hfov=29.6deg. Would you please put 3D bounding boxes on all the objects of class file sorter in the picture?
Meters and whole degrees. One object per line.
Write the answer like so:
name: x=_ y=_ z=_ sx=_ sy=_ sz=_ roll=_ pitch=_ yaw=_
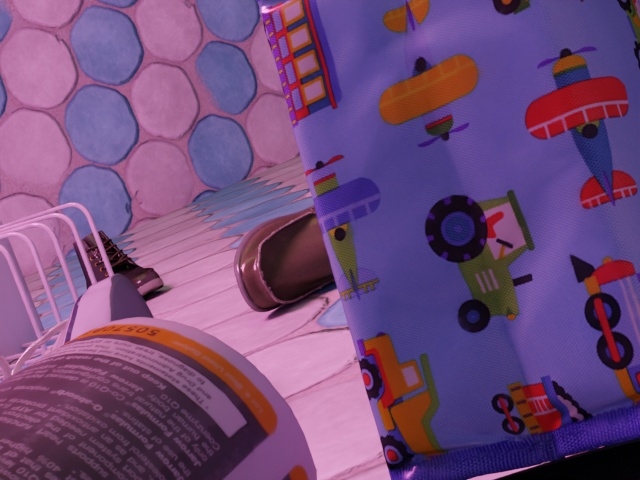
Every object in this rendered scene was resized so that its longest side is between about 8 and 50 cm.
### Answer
file sorter: x=-0.419 y=0.072 z=1.682 sx=0.173 sy=0.193 sz=0.277 roll=-16 pitch=9 yaw=16

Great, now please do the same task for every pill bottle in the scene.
pill bottle: x=-0.125 y=0.147 z=0.470 sx=0.162 sy=0.162 sz=0.278 roll=-17 pitch=8 yaw=30

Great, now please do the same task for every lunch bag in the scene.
lunch bag: x=0.133 y=-0.029 z=0.558 sx=0.138 sy=0.221 sz=0.293 roll=-21 pitch=-10 yaw=36

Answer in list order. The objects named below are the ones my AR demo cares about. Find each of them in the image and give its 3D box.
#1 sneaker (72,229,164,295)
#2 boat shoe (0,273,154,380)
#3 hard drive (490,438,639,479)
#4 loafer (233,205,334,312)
sneaker: x=-0.329 y=0.042 z=1.900 sx=0.083 sy=0.118 sz=0.222 roll=-26 pitch=9 yaw=-32
boat shoe: x=-0.199 y=0.139 z=0.913 sx=0.156 sy=0.136 sz=0.367 roll=-24 pitch=17 yaw=4
hard drive: x=0.126 y=0.116 z=0.408 sx=0.255 sy=0.054 sz=0.172 roll=-18 pitch=8 yaw=22
loafer: x=0.000 y=0.000 z=1.372 sx=0.087 sy=0.094 sz=0.251 roll=-16 pitch=14 yaw=44
